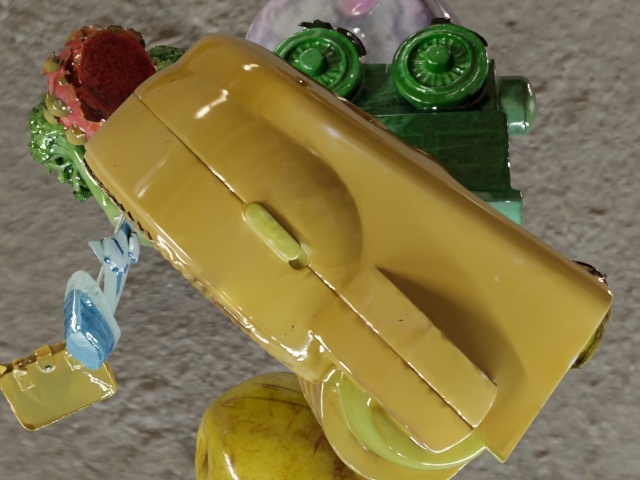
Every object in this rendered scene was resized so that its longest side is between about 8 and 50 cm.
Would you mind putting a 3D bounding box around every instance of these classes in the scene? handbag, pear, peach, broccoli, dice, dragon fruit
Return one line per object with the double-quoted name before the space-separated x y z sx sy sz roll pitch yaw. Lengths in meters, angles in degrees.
"handbag" -0.210 0.110 1.073 0.083 0.027 0.061 -24 118 -1
"pear" -0.058 0.336 2.069 0.280 0.280 0.281 3 85 -31
"peach" 0.186 0.056 1.047 0.077 0.050 0.083 -6 115 -28
"broccoli" -0.224 -0.144 2.013 0.321 0.310 0.413 -44 136 6
"dice" 0.072 -0.231 1.876 0.271 0.270 0.270 60 15 16
"dragon fruit" -0.252 -0.183 1.552 0.133 0.208 0.150 39 100 -26

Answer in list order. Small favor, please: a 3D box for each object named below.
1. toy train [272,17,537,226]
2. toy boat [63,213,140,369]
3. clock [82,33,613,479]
"toy train" 0.057 -0.081 1.180 0.266 0.145 0.202 -2 64 8
"toy boat" -0.161 0.032 1.004 0.034 0.149 0.105 6 126 5
"clock" 0.000 0.000 0.894 0.317 0.244 0.200 41 87 -11
